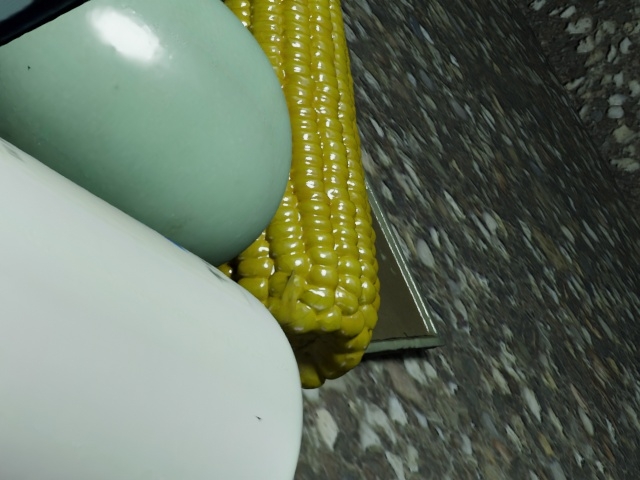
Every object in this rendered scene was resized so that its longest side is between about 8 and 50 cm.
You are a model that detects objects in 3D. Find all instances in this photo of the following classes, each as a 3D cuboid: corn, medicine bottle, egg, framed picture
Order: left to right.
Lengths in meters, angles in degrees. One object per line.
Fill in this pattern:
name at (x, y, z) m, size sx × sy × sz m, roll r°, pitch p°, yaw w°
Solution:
medicine bottle at (-0.151, 0.040, 0.492) m, size 0.293 × 0.170 × 0.170 m, roll 33°, pitch 31°, yaw -47°
egg at (-0.115, -0.072, 0.733) m, size 0.231 × 0.168 × 0.168 m, roll 37°, pitch 28°, yaw -35°
corn at (-0.034, -0.070, 0.915) m, size 0.131 × 0.131 × 0.345 m, roll 34°, pitch 40°, yaw -45°
framed picture at (0.000, 0.000, 1.065) m, size 0.281 × 0.019 × 0.209 m, roll 5°, pitch 57°, yaw -62°

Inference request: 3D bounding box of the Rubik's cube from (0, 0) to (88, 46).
Rubik's cube at (-0.238, -0.194, 0.479) m, size 0.248 × 0.250 × 0.246 m, roll 32°, pitch 44°, yaw -52°
